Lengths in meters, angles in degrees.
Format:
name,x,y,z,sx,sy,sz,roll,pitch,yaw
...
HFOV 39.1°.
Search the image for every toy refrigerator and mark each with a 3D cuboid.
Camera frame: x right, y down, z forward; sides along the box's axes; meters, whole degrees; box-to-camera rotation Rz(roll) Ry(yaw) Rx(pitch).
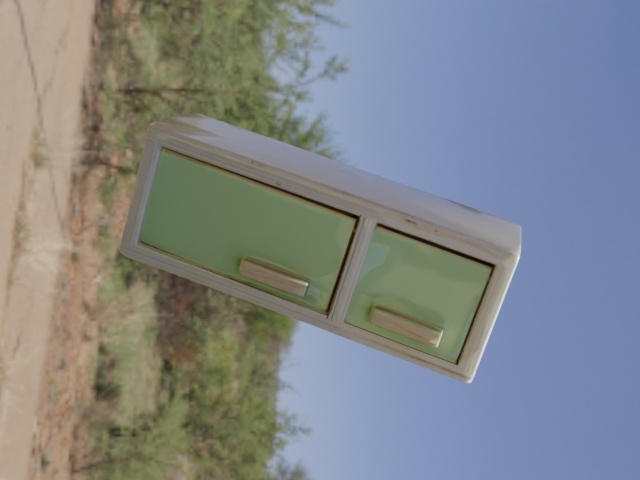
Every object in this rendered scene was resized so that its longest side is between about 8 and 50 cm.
name,x,y,z,sx,sy,sz,roll,pitch,yaw
toy refrigerator,0.000,0.000,0.653,0.094,0.269,0.102,-50,159,-71
